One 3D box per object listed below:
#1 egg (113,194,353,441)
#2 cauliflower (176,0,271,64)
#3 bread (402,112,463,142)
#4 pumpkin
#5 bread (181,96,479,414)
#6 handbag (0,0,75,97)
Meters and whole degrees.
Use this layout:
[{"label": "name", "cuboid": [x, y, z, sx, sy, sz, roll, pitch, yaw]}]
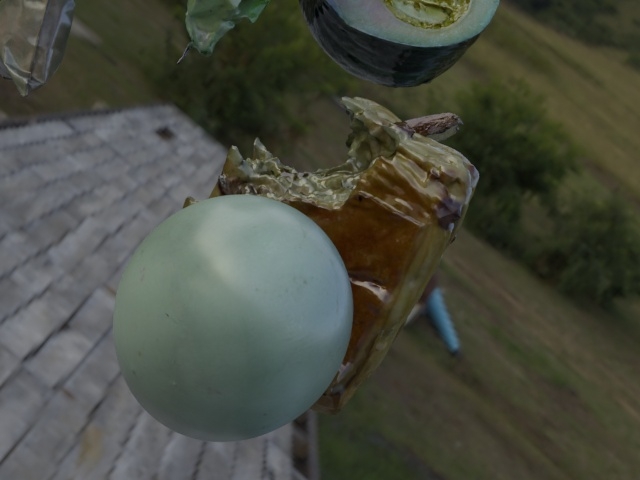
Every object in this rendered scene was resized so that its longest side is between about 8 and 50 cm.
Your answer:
[{"label": "egg", "cuboid": [-0.093, 0.085, 1.340, 0.230, 0.230, 0.371, 41, -25, 1]}, {"label": "cauliflower", "cuboid": [-0.094, -0.349, 1.600, 0.256, 0.315, 0.239, 27, -19, -13]}, {"label": "bread", "cuboid": [0.156, -0.167, 2.081, 0.129, 0.126, 0.044, 49, 22, -81]}, {"label": "pumpkin", "cuboid": [0.088, -0.340, 1.849, 0.263, 0.293, 0.197, 2, -26, -11]}, {"label": "bread", "cuboid": [0.000, 0.000, 1.672, 0.314, 0.370, 0.191, 29, 14, 15]}, {"label": "handbag", "cuboid": [-0.421, -0.305, 1.949, 0.117, 0.182, 0.270, 17, 5, -21]}]
